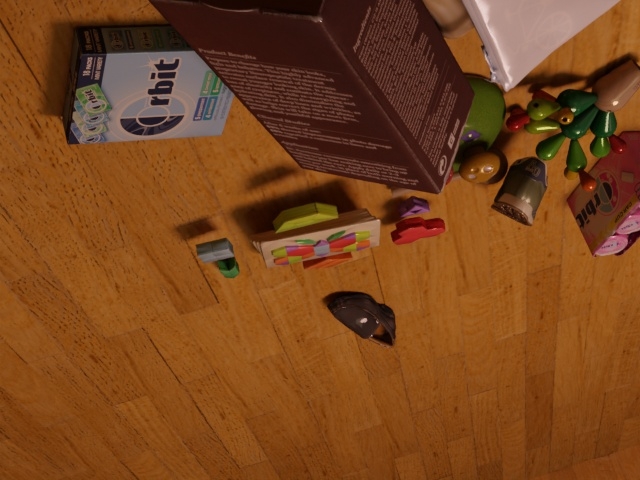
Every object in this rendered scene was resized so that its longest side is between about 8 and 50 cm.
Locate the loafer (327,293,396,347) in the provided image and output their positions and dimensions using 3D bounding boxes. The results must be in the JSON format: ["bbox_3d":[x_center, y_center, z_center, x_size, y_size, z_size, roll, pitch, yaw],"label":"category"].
[{"bbox_3d":[0.075,0.132,2.032,0.062,0.061,0.170,-33,147,28],"label":"loafer"}]

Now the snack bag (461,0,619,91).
[{"bbox_3d":[0.261,-0.338,1.192,0.343,0.037,0.323,-37,140,1],"label":"snack bag"}]

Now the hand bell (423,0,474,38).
[{"bbox_3d":[0.051,-0.300,1.251,0.242,0.126,0.126,14,140,-24],"label":"hand bell"}]

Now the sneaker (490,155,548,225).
[{"bbox_3d":[0.283,-0.072,1.698,0.086,0.064,0.192,-63,173,1],"label":"sneaker"}]

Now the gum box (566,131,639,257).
[{"bbox_3d":[0.451,-0.065,1.846,0.062,0.107,0.188,-4,149,-24],"label":"gum box"}]

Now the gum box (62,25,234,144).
[{"bbox_3d":[-0.187,-0.173,1.372,0.184,0.041,0.157,-6,150,-21],"label":"gum box"}]

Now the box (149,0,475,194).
[{"bbox_3d":[0.006,-0.195,1.266,0.191,0.143,0.381,13,165,27],"label":"box"}]

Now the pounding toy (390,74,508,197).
[{"bbox_3d":[0.172,-0.104,1.621,0.183,0.110,0.237,-18,151,2],"label":"pounding toy"}]

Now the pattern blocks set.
[{"bbox_3d":[0.000,0.000,1.730,0.325,0.026,0.285,-15,164,14],"label":"pattern blocks set"}]

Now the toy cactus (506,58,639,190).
[{"bbox_3d":[0.360,-0.165,1.646,0.219,0.112,0.180,26,120,-41],"label":"toy cactus"}]
